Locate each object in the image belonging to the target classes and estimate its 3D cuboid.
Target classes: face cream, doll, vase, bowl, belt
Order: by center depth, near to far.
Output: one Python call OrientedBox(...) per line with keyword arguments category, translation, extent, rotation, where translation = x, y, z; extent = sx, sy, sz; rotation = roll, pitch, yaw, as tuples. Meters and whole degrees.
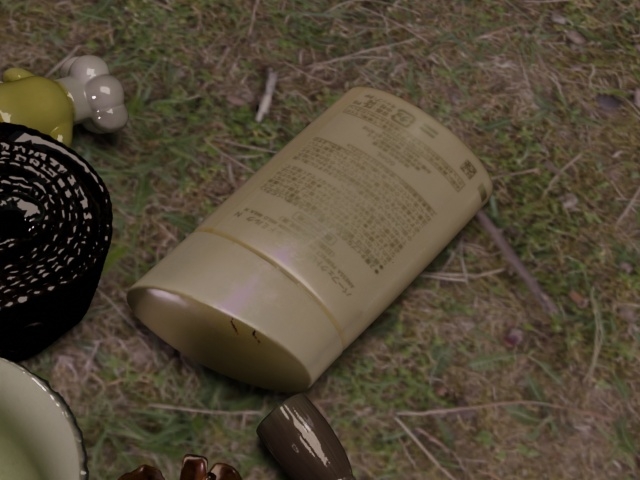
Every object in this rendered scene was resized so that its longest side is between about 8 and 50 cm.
OrientedBox(category="bowl", translation=(-0.282, 0.191, 1.369), extent=(0.211, 0.112, 0.211), rotation=(10, 48, -11))
OrientedBox(category="belt", translation=(-0.308, 0.009, 1.478), extent=(0.289, 0.164, 0.184), rotation=(-18, 68, -29))
OrientedBox(category="vase", translation=(-0.004, 0.178, 1.508), extent=(0.053, 0.053, 0.101), rotation=(-26, 67, -33))
OrientedBox(category="face cream", translation=(0.000, 0.000, 1.637), extent=(0.173, 0.081, 0.348), rotation=(35, 50, 12))
OrientedBox(category="doll", translation=(-0.247, -0.117, 1.669), extent=(0.162, 0.062, 0.106), rotation=(-21, 65, -31))

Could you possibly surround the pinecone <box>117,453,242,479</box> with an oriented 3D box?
OrientedBox(category="pinecone", translation=(-0.098, 0.252, 1.325), extent=(0.207, 0.208, 0.208), rotation=(9, 49, -11))
